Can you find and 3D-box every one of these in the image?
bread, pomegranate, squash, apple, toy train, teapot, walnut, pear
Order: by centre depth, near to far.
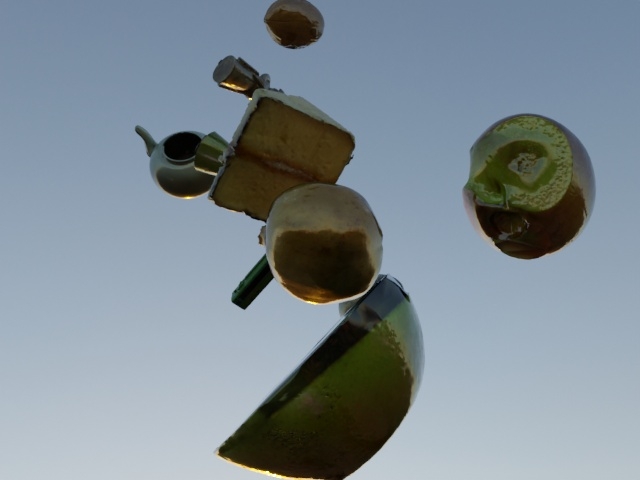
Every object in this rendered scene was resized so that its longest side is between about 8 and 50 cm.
[{"bbox_3d":[0.034,0.238,1.084,0.165,0.399,0.399,44,-47,5],"label":"pear"},{"bbox_3d":[0.007,0.000,1.260,0.233,0.233,0.233,-4,-37,-3],"label":"pomegranate"},{"bbox_3d":[-0.038,-0.389,1.263,0.121,0.052,0.091,-4,-74,-35],"label":"walnut"},{"bbox_3d":[-0.110,0.055,1.439,0.042,0.044,0.209,33,-64,-19],"label":"toy train"},{"bbox_3d":[-0.083,-0.157,1.465,0.236,0.198,0.263,1,-59,-58],"label":"bread"},{"bbox_3d":[-0.217,-0.184,1.652,0.132,0.105,0.105,27,-37,11],"label":"squash"},{"bbox_3d":[-0.343,-0.201,1.814,0.294,0.193,0.129,23,-33,18],"label":"teapot"},{"bbox_3d":[0.551,-0.137,1.916,0.374,0.374,0.384,-34,-66,32],"label":"apple"}]

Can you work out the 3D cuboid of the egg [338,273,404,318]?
[{"bbox_3d":[0.129,0.154,1.764,0.181,0.141,0.141,-36,-46,24],"label":"egg"}]

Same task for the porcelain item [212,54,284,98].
[{"bbox_3d":[-0.158,-0.368,1.679,0.084,0.054,0.213,-38,-30,23],"label":"porcelain item"}]
